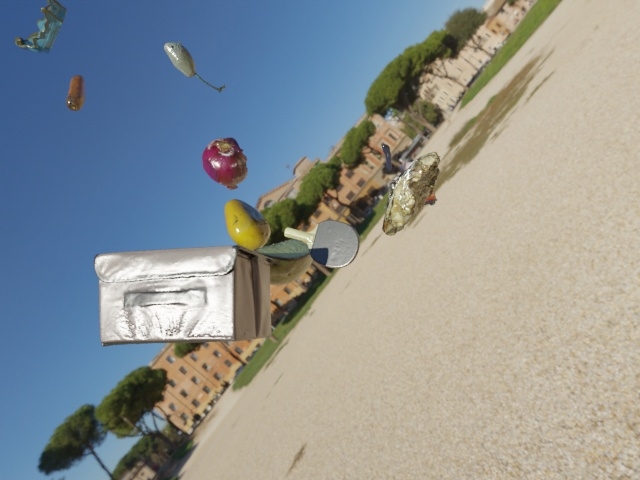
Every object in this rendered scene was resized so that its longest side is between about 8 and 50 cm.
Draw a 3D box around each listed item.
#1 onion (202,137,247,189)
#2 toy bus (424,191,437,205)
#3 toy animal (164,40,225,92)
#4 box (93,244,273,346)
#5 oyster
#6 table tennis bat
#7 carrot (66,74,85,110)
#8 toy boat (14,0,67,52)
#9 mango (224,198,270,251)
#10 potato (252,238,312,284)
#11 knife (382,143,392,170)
[{"bbox_3d":[-0.357,-0.266,1.571,0.140,0.195,0.218,-26,-32,-28],"label":"onion"},{"bbox_3d":[0.301,-0.133,1.349,0.079,0.077,0.174,-14,-4,-16],"label":"toy bus"},{"bbox_3d":[-0.475,-0.644,1.577,0.079,0.253,0.070,-54,21,-5],"label":"toy animal"},{"bbox_3d":[-0.223,0.099,0.721,0.188,0.252,0.153,38,-131,-75],"label":"box"},{"bbox_3d":[0.231,-0.116,1.060,0.198,0.092,0.259,-40,-33,-44],"label":"oyster"},{"bbox_3d":[0.000,0.000,0.780,0.013,0.157,0.087,19,-93,-62],"label":"table tennis bat"},{"bbox_3d":[-0.907,-0.553,1.567,0.060,0.060,0.186,-54,38,45],"label":"carrot"},{"bbox_3d":[-0.727,-0.550,1.088,0.185,0.077,0.075,-24,57,40],"label":"toy boat"},{"bbox_3d":[-0.229,-0.054,1.281,0.098,0.195,0.137,-47,-25,28],"label":"mango"},{"bbox_3d":[-0.087,0.072,0.949,0.149,0.081,0.120,-17,-50,-53],"label":"potato"},{"bbox_3d":[0.279,-0.345,1.752,0.031,0.121,0.018,-13,27,3],"label":"knife"}]
